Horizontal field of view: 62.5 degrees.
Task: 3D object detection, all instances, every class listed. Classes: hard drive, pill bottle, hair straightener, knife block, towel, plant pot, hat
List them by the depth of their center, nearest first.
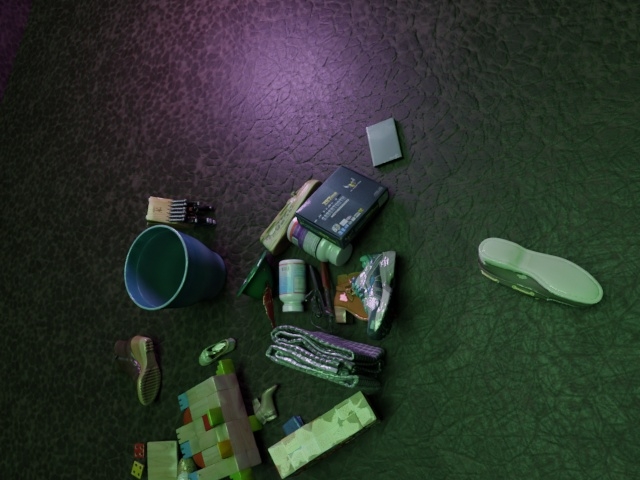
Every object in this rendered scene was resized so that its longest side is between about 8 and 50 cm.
[{"bbox_3d":[0.025,0.322,1.481,0.284,0.235,0.121,11,80,30],"label":"towel"},{"bbox_3d":[-0.064,0.596,1.591,0.067,0.029,0.119,-42,64,15],"label":"towel"},{"bbox_3d":[-0.003,0.177,1.614,0.089,0.047,0.230,-24,62,23],"label":"hair straightener"},{"bbox_3d":[0.000,0.000,1.629,0.193,0.108,0.108,32,96,29],"label":"pill bottle"},{"bbox_3d":[0.198,-0.301,1.630,0.094,0.022,0.135,-17,73,25],"label":"hard drive"},{"bbox_3d":[-0.087,0.144,1.659,0.087,0.087,0.160,-7,77,27],"label":"pill bottle"},{"bbox_3d":[-0.157,0.164,1.719,0.184,0.173,0.208,32,90,-6],"label":"hat"},{"bbox_3d":[-0.464,0.107,1.776,0.272,0.255,0.271,-6,76,28],"label":"plant pot"},{"bbox_3d":[-0.515,-0.091,1.954,0.276,0.242,0.088,159,119,-72],"label":"knife block"}]

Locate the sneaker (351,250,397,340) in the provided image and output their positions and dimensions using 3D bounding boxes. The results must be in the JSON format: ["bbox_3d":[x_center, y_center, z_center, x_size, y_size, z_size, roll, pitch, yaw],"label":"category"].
[{"bbox_3d":[0.146,0.153,1.473,0.122,0.110,0.283,1,48,16],"label":"sneaker"}]

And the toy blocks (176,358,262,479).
[{"bbox_3d":[-0.347,0.608,1.677,0.261,0.191,0.381,-34,66,31],"label":"toy blocks"}]

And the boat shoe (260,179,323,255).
[{"bbox_3d":[-0.098,-0.086,1.701,0.089,0.104,0.285,40,101,26],"label":"boat shoe"}]

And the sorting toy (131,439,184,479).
[{"bbox_3d":[-0.534,0.755,1.805,0.275,0.046,0.132,-13,74,25],"label":"sorting toy"}]

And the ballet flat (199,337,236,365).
[{"bbox_3d":[-0.361,0.373,1.783,0.168,0.052,0.057,-34,66,19],"label":"ballet flat"}]

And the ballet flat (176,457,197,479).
[{"bbox_3d":[-0.434,0.811,1.707,0.073,0.067,0.206,-3,92,-2],"label":"ballet flat"}]

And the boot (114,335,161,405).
[{"bbox_3d":[-0.681,0.478,1.937,0.207,0.090,0.248,-16,74,38],"label":"boot"}]

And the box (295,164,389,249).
[{"bbox_3d":[0.066,-0.105,1.586,0.183,0.059,0.232,31,66,30],"label":"box"}]

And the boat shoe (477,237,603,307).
[{"bbox_3d":[0.542,0.092,1.326,0.305,0.091,0.109,26,56,28],"label":"boat shoe"}]

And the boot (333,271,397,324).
[{"bbox_3d":[0.128,0.167,1.550,0.197,0.073,0.152,-5,72,23],"label":"boot"}]

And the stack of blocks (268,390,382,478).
[{"bbox_3d":[0.021,0.542,1.472,0.297,0.171,0.087,-32,66,0],"label":"stack of blocks"}]

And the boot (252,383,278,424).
[{"bbox_3d":[-0.160,0.518,1.657,0.118,0.042,0.087,-41,70,17],"label":"boot"}]
